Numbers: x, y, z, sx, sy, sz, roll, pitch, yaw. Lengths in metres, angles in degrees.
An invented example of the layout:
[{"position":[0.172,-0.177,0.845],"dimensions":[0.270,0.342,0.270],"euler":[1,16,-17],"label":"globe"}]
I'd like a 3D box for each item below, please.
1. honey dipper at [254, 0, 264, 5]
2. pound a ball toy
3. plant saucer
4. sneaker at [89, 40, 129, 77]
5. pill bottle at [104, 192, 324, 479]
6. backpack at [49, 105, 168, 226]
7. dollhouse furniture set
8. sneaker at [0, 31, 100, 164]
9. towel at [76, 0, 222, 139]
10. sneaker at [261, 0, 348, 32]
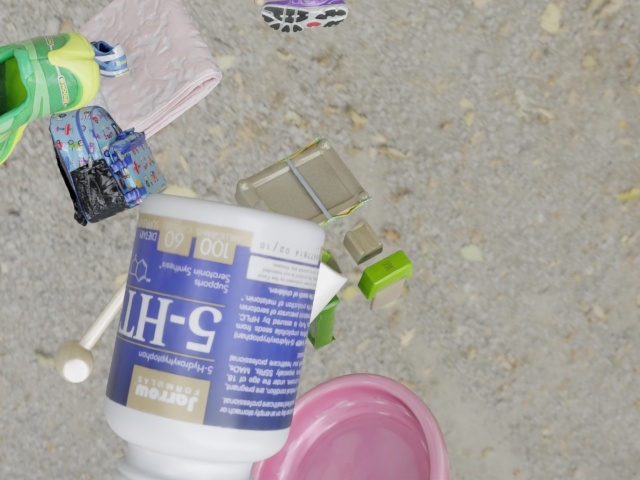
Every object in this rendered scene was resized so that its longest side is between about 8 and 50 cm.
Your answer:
[{"position":[-0.072,-0.476,1.749],"dimensions":[0.030,0.030,0.161],"euler":[36,82,-35],"label":"honey dipper"},{"position":[-0.146,0.100,1.202],"dimensions":[0.208,0.136,0.319],"euler":[37,101,-22],"label":"pound a ball toy"},{"position":[0.043,0.354,1.422],"dimensions":[0.332,0.332,0.084],"euler":[-45,134,6],"label":"plant saucer"},{"position":[-0.407,-0.330,1.796],"dimensions":[0.144,0.053,0.059],"euler":[9,123,15],"label":"sneaker"},{"position":[-0.067,0.073,0.596],"dimensions":[0.112,0.112,0.187],"euler":[11,88,-29],"label":"pill bottle"},{"position":[-0.319,-0.124,1.487],"dimensions":[0.116,0.158,0.173],"euler":[-22,95,10],"label":"backpack"},{"position":[0.000,0.000,1.775],"dimensions":[0.197,0.302,0.151],"euler":[-28,156,-16],"label":"dollhouse furniture set"},{"position":[-0.371,-0.155,1.115],"dimensions":[0.295,0.110,0.123],"euler":[-24,171,37],"label":"sneaker"},{"position":[-0.363,-0.321,1.875],"dimensions":[0.317,0.332,0.053],"euler":[-34,146,9],"label":"towel"},{"position":[-0.034,-0.445,1.934],"dimensions":[0.169,0.071,0.068],"euler":[-6,150,-18],"label":"sneaker"}]
